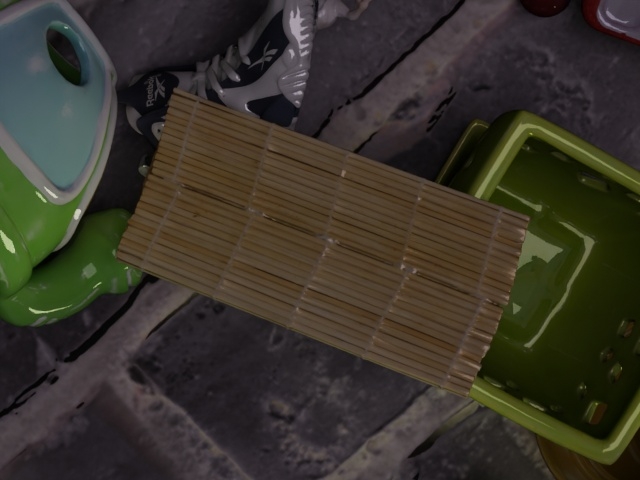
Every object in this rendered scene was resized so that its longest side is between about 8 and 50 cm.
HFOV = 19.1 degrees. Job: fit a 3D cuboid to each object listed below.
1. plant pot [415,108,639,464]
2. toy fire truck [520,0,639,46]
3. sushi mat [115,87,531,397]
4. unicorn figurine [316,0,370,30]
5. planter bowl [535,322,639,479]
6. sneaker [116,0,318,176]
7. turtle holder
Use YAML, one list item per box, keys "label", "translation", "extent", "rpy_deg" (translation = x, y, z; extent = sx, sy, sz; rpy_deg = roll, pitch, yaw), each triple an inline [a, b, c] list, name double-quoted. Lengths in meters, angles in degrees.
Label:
- label: "plant pot"
  translation: [0.181, 0.029, 1.631]
  extent: [0.228, 0.207, 0.227]
  rpy_deg: [30, 91, -13]
- label: "toy fire truck"
  translation: [0.283, -0.289, 1.634]
  extent: [0.302, 0.169, 0.254]
  rpy_deg: [19, 112, 4]
- label: "sushi mat"
  translation: [0.000, 0.000, 1.518]
  extent: [0.316, 0.019, 0.151]
  rpy_deg: [21, 88, 12]
- label: "unicorn figurine"
  translation: [-0.006, -0.216, 1.630]
  extent: [0.060, 0.111, 0.162]
  rpy_deg: [11, 73, -31]
- label: "planter bowl"
  translation: [0.307, 0.150, 1.706]
  extent: [0.090, 0.217, 0.217]
  rpy_deg: [31, 90, -47]
- label: "sneaker"
  translation: [-0.092, -0.130, 1.589]
  extent: [0.153, 0.094, 0.235]
  rpy_deg: [13, 132, -4]
- label: "turtle holder"
  translation: [-0.261, -0.075, 1.517]
  extent: [0.320, 0.243, 0.227]
  rpy_deg: [44, 70, -4]
